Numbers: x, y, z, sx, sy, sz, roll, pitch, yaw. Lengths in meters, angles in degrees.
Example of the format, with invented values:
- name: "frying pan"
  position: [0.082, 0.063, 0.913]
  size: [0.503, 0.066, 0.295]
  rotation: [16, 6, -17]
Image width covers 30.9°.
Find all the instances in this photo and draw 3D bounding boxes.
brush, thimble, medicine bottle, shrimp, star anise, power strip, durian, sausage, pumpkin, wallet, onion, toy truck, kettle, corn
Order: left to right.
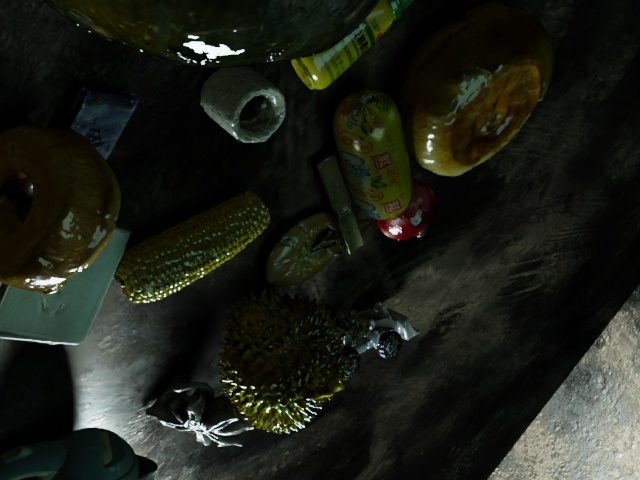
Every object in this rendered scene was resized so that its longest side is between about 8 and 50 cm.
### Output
- name: "power strip"
  position: [-0.405, 0.050, 1.756]
  size: [0.198, 0.065, 0.213]
  rotation: [19, 98, -55]
- name: "kettle"
  position: [-0.459, 0.487, 2.080]
  size: [0.320, 0.247, 0.342]
  rotation: [1, 123, -19]
- name: "wallet"
  position: [-0.333, -0.145, 1.646]
  size: [0.111, 0.030, 0.166]
  rotation: [0, 129, -57]
- name: "corn"
  position: [-0.217, 0.017, 1.915]
  size: [0.310, 0.101, 0.101]
  rotation: [-28, 145, -29]
- name: "star anise"
  position: [-0.228, 0.327, 2.217]
  size: [0.209, 0.089, 0.231]
  rotation: [14, 146, -7]
- name: "pumpkin"
  position: [-0.123, -0.359, 1.231]
  size: [0.454, 0.454, 0.343]
  rotation: [-19, 130, -38]
- name: "thimble"
  position: [-0.119, -0.211, 1.774]
  size: [0.102, 0.090, 0.115]
  rotation: [-46, 148, -7]
- name: "durian"
  position: [-0.076, 0.228, 2.160]
  size: [0.258, 0.292, 0.258]
  rotation: [-10, 139, -9]
- name: "shrimp"
  position: [0.001, 0.000, 2.206]
  size: [0.267, 0.061, 0.145]
  rotation: [-20, 132, -33]
- name: "brush"
  position: [0.036, -0.070, 2.145]
  size: [0.043, 0.036, 0.248]
  rotation: [-30, 136, -7]
- name: "toy truck"
  position: [0.081, 0.200, 2.471]
  size: [0.286, 0.136, 0.111]
  rotation: [-23, 122, -36]
- name: "medicine bottle"
  position: [0.081, -0.365, 1.849]
  size: [0.309, 0.076, 0.111]
  rotation: [-43, 157, -7]
- name: "sausage"
  position: [0.096, -0.148, 2.077]
  size: [0.123, 0.123, 0.347]
  rotation: [-38, 148, -14]
- name: "onion"
  position: [0.167, -0.059, 2.275]
  size: [0.131, 0.131, 0.131]
  rotation: [-31, 147, -24]

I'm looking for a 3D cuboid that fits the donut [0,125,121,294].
- name: "donut"
  position: [-0.376, -0.044, 1.536]
  size: [0.226, 0.226, 0.114]
  rotation: [-54, 150, 14]

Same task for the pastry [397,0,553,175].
- name: "pastry"
  position: [0.282, -0.276, 2.126]
  size: [0.356, 0.164, 0.356]
  rotation: [-35, 153, -21]
